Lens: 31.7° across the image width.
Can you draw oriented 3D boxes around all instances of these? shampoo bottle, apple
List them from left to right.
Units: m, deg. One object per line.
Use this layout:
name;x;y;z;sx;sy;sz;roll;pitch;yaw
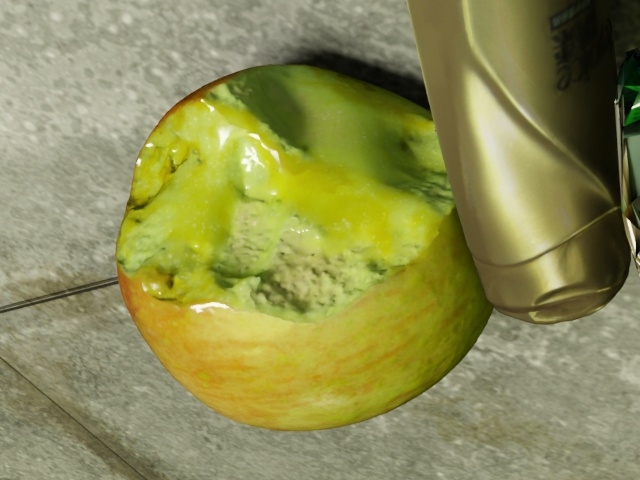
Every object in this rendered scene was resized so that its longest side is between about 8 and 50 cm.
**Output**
apple;0.000;0.000;0.748;0.226;0.246;0.246;-10;134;16
shampoo bottle;0.104;-0.111;0.596;0.084;0.125;0.350;18;133;43

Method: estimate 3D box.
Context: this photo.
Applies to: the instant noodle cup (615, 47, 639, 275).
instant noodle cup;0.280;-0.018;0.605;0.178;0.240;0.240;-16;129;28
